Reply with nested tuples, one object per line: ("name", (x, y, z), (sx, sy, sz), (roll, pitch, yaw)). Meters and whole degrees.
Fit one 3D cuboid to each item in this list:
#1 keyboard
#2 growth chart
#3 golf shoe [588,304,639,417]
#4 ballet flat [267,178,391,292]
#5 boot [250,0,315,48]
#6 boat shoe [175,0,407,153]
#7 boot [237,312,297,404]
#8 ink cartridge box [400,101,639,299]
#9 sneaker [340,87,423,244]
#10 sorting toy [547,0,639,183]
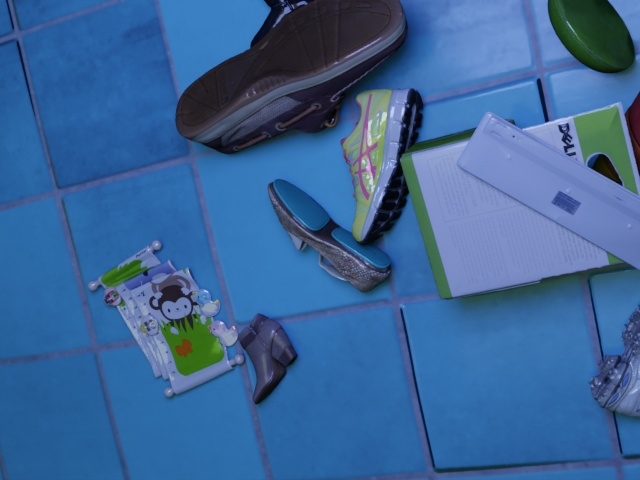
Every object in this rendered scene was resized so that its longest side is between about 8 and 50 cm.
("keyboard", (0.279, -0.051, 0.951), (0.256, 0.014, 0.072), (31, 119, 5))
("growth chart", (-0.228, 0.117, 1.283), (0.172, 0.021, 0.237), (-36, 86, 21))
("golf shoe", (0.404, 0.137, 1.032), (0.086, 0.069, 0.176), (26, 111, -6))
("ballet flat", (0.000, 0.000, 1.153), (0.206, 0.073, 0.067), (39, 124, 15))
("boot", (-0.066, -0.317, 1.136), (0.121, 0.045, 0.099), (-35, 87, 17))
("boat shoe", (-0.025, -0.202, 1.109), (0.342, 0.123, 0.123), (-26, 53, 25))
("boot", (-0.087, 0.166, 1.230), (0.087, 0.042, 0.118), (43, 110, 16))
("ink cartridge box", (0.247, -0.050, 1.019), (0.255, 0.097, 0.189), (-13, 103, 22))
("sneaker", (0.066, -0.099, 1.110), (0.094, 0.081, 0.209), (16, 98, 25))
("sorting toy", (0.293, -0.201, 0.999), (0.366, 0.127, 0.126), (54, 135, 3))
